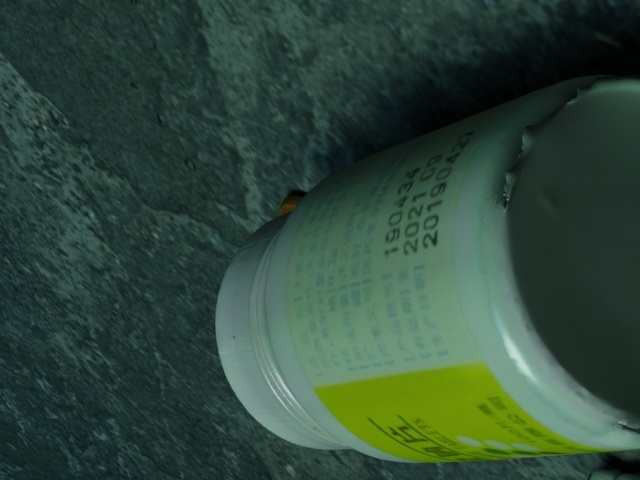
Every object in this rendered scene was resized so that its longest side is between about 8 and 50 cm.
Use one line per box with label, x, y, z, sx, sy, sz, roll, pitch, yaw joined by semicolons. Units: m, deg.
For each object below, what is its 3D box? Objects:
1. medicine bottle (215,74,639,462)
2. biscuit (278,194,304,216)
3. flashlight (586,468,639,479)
medicine bottle;0.092;0.035;1.017;0.213;0.213;0.379;49;153;-13
biscuit;0.000;0.000;1.305;0.078;0.015;0.091;29;150;22
flashlight;0.293;0.246;1.240;0.200;0.047;0.093;32;152;14
